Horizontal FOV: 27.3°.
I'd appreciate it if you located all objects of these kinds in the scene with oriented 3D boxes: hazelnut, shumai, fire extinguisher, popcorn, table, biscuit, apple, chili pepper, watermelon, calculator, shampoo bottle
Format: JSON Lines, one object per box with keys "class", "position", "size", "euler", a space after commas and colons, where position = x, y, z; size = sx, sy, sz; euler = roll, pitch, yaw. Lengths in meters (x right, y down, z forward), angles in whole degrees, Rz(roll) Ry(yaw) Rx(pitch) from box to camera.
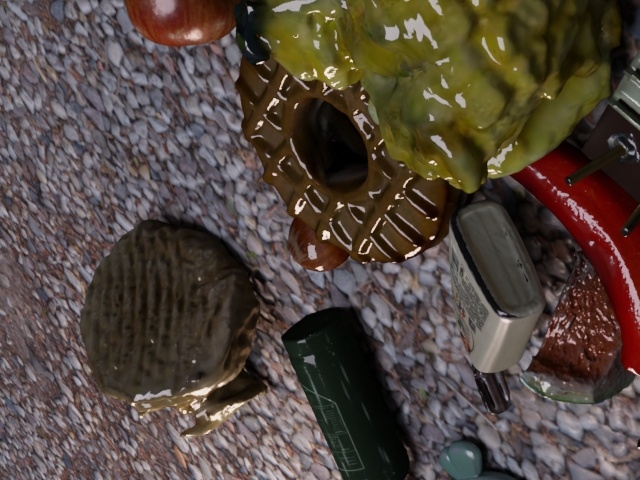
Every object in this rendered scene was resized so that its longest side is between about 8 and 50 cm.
{"class": "hazelnut", "position": [0.000, 0.000, 1.633], "size": [0.086, 0.086, 0.086], "euler": [32, 140, 32]}
{"class": "shumai", "position": [-0.190, 0.139, 1.944], "size": [0.262, 0.267, 0.314], "euler": [52, -166, -56]}
{"class": "fire extinguisher", "position": [0.049, 0.242, 1.772], "size": [0.114, 0.095, 0.311], "euler": [-77, -35, -73]}
{"class": "popcorn", "position": [0.123, -0.176, 1.183], "size": [0.293, 0.237, 0.293], "euler": [27, 134, 33]}
{"class": "table", "position": [0.302, -0.108, 1.125], "size": [0.121, 0.111, 0.240], "euler": [44, 145, 19]}
{"class": "biscuit", "position": [0.035, -0.126, 1.459], "size": [0.332, 0.103, 0.332], "euler": [33, 141, 32]}
{"class": "apple", "position": [-0.155, -0.295, 1.526], "size": [0.146, 0.146, 0.131], "euler": [27, 132, 36]}
{"class": "chili pepper", "position": [0.276, 0.015, 1.276], "size": [0.137, 0.092, 0.369], "euler": [-33, 82, 39]}
{"class": "watermelon", "position": [0.288, 0.098, 1.385], "size": [0.097, 0.121, 0.158], "euler": [20, 89, 23]}
{"class": "calculator", "position": [0.240, 0.387, 1.691], "size": [0.299, 0.041, 0.185], "euler": [58, 147, -6]}
{"class": "shampoo bottle", "position": [0.189, 0.087, 1.442], "size": [0.284, 0.071, 0.153], "euler": [79, 170, -57]}

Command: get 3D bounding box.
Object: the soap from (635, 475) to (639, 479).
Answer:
{"class": "soap", "position": [0.367, 0.389, 1.470], "size": [0.193, 0.109, 0.324], "euler": [46, 145, 16]}
